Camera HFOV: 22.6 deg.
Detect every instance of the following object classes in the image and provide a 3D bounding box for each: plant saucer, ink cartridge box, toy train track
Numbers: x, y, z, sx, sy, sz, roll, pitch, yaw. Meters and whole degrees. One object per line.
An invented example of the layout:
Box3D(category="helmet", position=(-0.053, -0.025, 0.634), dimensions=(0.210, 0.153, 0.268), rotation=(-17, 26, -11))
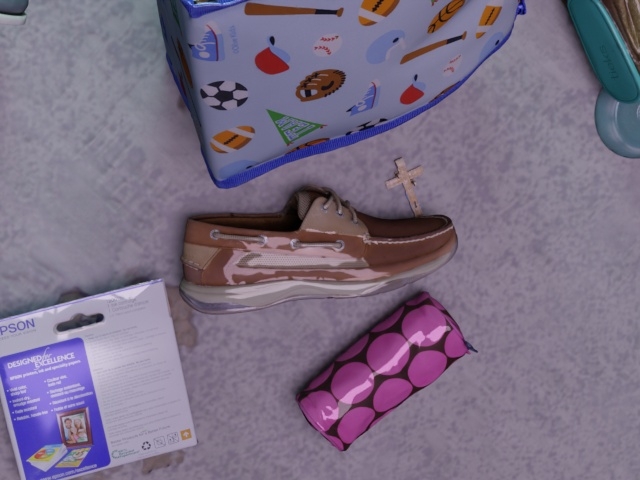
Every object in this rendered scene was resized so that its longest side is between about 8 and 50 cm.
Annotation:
Box3D(category="plant saucer", position=(0.387, -0.154, 1.913), dimensions=(0.119, 0.021, 0.119), rotation=(-4, 105, -16))
Box3D(category="ink cartridge box", position=(-0.255, 0.156, 1.789), dimensions=(0.206, 0.045, 0.208), rotation=(-14, 109, -13))
Box3D(category="toy train track", position=(0.106, -0.057, 1.858), dimensions=(0.048, 0.014, 0.083), rotation=(-25, 111, -9))

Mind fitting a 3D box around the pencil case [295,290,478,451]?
Box3D(category="pencil case", position=(0.075, 0.158, 1.870), dimensions=(0.209, 0.095, 0.098), rotation=(-36, 132, -3))

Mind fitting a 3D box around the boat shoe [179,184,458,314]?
Box3D(category="boat shoe", position=(0.000, 0.000, 1.787), dimensions=(0.324, 0.123, 0.116), rotation=(-10, 105, -16))

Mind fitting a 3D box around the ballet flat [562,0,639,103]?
Box3D(category="ballet flat", position=(0.316, -0.318, 1.810), dimensions=(0.124, 0.116, 0.342), rotation=(-45, 113, -23))

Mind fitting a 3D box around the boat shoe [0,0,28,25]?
Box3D(category="boat shoe", position=(-0.422, -0.315, 1.575), dimensions=(0.319, 0.116, 0.099), rotation=(27, 99, -16))

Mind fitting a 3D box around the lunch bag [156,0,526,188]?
Box3D(category="lunch bag", position=(0.031, -0.268, 1.597), dimensions=(0.385, 0.328, 0.239), rotation=(-18, 65, -7))
